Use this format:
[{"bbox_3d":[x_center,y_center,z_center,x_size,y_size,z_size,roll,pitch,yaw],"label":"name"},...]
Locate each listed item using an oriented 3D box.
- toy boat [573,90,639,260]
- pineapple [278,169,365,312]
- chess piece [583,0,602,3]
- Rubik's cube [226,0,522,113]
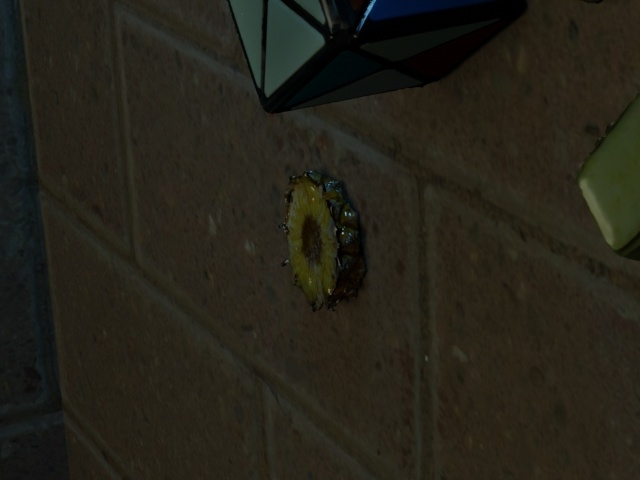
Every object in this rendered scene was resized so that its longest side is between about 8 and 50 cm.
[{"bbox_3d":[0.324,-0.069,1.812,0.111,0.084,0.276,64,151,21],"label":"toy boat"},{"bbox_3d":[0.000,0.000,2.573,0.221,0.047,0.221,34,129,58],"label":"pineapple"},{"bbox_3d":[0.235,-0.276,1.930,0.172,0.060,0.060,18,118,64],"label":"chess piece"},{"bbox_3d":[0.043,-0.307,2.085,0.250,0.248,0.246,-35,69,62],"label":"Rubik's cube"}]
